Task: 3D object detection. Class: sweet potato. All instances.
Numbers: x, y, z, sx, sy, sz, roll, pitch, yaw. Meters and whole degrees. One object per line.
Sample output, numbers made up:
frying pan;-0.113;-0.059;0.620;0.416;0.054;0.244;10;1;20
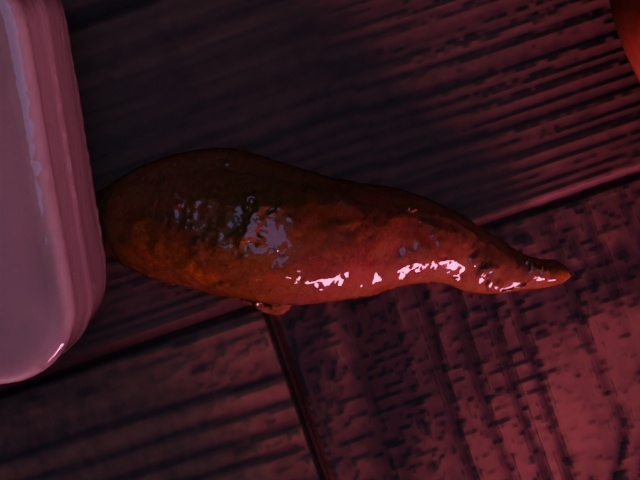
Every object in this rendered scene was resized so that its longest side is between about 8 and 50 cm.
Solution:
sweet potato;-0.001;0.000;0.719;0.226;0.068;0.068;8;88;-4

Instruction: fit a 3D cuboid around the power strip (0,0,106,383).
power strip;-0.216;-0.070;0.686;0.230;0.141;0.261;-8;100;5

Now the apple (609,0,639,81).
apple;0.244;-0.107;0.652;0.241;0.242;0.242;-43;91;2
